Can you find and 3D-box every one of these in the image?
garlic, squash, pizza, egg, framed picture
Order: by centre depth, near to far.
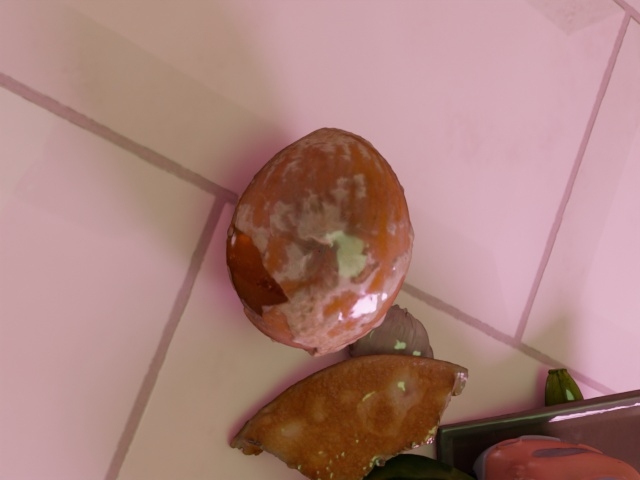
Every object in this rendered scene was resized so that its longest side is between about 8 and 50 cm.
[{"bbox_3d":[0.000,0.000,1.106,0.195,0.195,0.233,7,95,-37],"label":"egg"},{"bbox_3d":[0.039,0.193,1.177,0.271,0.134,0.056,-25,155,-12],"label":"pizza"},{"bbox_3d":[0.087,0.124,1.256,0.113,0.074,0.094,33,85,-19],"label":"garlic"},{"bbox_3d":[0.309,0.434,1.427,0.326,0.028,0.446,-5,98,-18],"label":"framed picture"},{"bbox_3d":[0.340,0.266,1.467,0.066,0.066,0.201,-22,104,-33],"label":"squash"}]

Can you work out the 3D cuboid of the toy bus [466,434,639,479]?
[{"bbox_3d":[0.287,0.366,1.258,0.194,0.232,0.287,8,71,-17],"label":"toy bus"}]

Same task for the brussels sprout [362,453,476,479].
[{"bbox_3d":[0.101,0.369,1.174,0.219,0.210,0.271,23,52,-6],"label":"brussels sprout"}]
